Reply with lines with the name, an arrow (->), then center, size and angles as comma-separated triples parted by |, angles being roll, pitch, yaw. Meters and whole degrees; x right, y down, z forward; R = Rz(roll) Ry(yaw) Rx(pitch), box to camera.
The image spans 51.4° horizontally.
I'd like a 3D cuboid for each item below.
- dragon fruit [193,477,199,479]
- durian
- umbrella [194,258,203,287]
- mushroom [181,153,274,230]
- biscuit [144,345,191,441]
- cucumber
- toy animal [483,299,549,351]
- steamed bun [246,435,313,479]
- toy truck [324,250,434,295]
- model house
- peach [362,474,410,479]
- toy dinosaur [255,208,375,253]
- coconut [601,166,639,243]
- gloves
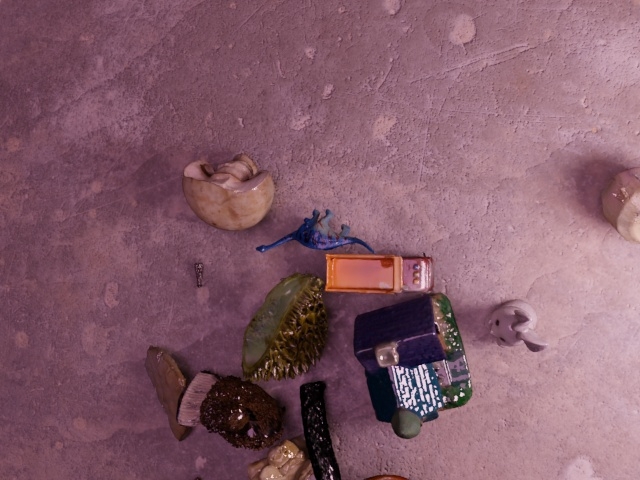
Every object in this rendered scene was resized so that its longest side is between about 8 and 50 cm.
dragon fruit -> -0.391, 0.762, 1.877 | 0.162, 0.106, 0.083 | -45, 78, 8
durian -> -0.088, 0.245, 1.776 | 0.394, 0.163, 0.198 | -61, 35, 27
umbrella -> -0.353, 0.095, 1.929 | 0.031, 0.020, 0.083 | -3, 93, 17
mushroom -> -0.248, -0.126, 1.835 | 0.253, 0.195, 0.189 | 13, 125, 11
biscuit -> -0.425, 0.427, 1.903 | 0.141, 0.038, 0.290 | -31, 79, 42
cucumber -> -0.003, 0.522, 1.736 | 0.081, 0.072, 0.303 | -19, 61, 16
toy animal -> 0.456, 0.210, 1.578 | 0.130, 0.221, 0.104 | -18, 88, 14
steamed bun -> -0.113, 0.602, 1.763 | 0.106, 0.192, 0.177 | 42, 97, 33
toy truck -> 0.152, 0.084, 1.714 | 0.270, 0.135, 0.114 | 0, 88, 17
model house -> 0.219, 0.302, 1.613 | 0.245, 0.280, 0.312 | -14, 86, 16
peach -> 0.156, 0.746, 1.620 | 0.307, 0.308, 0.332 | 18, 104, 16
toy dinosaur -> -0.003, -0.022, 1.756 | 0.329, 0.076, 0.144 | 2, 48, 18
coconut -> 0.730, -0.090, 1.530 | 0.171, 0.183, 0.171 | -4, 128, -5
gloves -> -0.238, 0.455, 1.787 | 0.312, 0.210, 0.135 | 8, 110, 18
